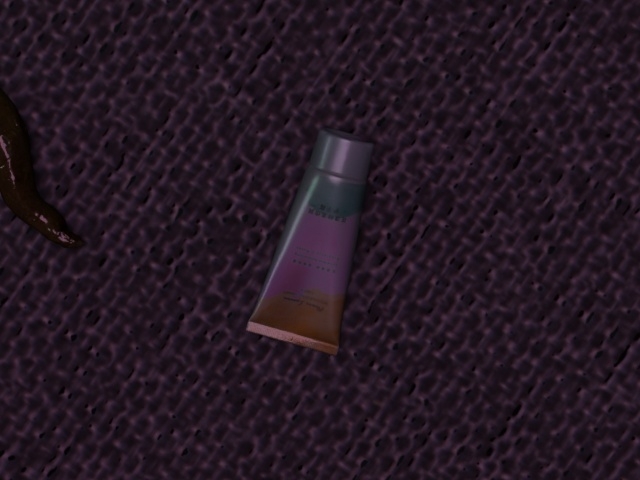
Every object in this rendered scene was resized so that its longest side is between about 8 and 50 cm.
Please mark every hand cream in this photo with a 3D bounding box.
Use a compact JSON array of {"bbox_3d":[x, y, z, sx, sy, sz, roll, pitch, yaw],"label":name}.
[{"bbox_3d":[0.000,0.000,1.524,0.076,0.047,0.174,16,99,-1],"label":"hand cream"}]

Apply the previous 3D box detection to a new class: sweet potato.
[{"bbox_3d":[-0.240,-0.056,1.527,0.041,0.038,0.153,-26,92,24],"label":"sweet potato"}]
